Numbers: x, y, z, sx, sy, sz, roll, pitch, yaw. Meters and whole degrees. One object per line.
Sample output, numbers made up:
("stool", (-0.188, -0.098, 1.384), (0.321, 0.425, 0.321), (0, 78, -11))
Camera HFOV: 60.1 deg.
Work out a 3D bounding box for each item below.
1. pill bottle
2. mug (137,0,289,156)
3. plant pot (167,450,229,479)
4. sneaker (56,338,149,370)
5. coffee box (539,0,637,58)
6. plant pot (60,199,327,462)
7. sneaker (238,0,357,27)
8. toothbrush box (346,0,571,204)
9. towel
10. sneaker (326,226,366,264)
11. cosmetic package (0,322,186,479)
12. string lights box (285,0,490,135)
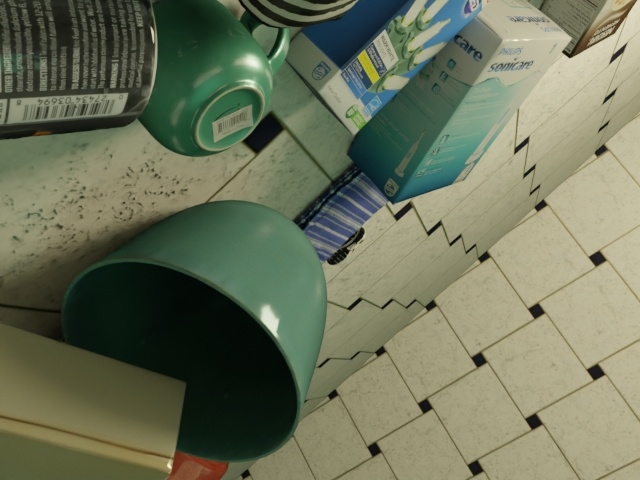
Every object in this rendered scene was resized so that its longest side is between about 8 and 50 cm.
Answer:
("pill bottle", (-0.230, -0.117, 0.308), (0.245, 0.130, 0.130), (-18, 150, -44))
("mug", (-0.100, -0.151, 0.506), (0.158, 0.097, 0.129), (-48, 158, 22))
("plant pot", (-0.203, 0.271, 0.991), (0.265, 0.272, 0.272), (-45, 160, -8))
("sneaker", (-0.426, 0.258, 0.768), (0.410, 0.158, 0.182), (-50, 142, 13))
("coffee box", (0.468, -0.440, 0.891), (0.141, 0.098, 0.247), (-31, 157, -22))
("plant pot", (-0.124, 0.084, 0.698), (0.293, 0.293, 0.235), (-56, -178, 36))
("sneaker", (0.070, -0.337, 0.407), (0.448, 0.169, 0.257), (-55, -157, -18))
("toothbrush box", (0.205, -0.217, 0.854), (0.216, 0.126, 0.296), (-20, 152, -41))
("towel", (0.000, 0.000, 1.069), (0.336, 0.040, 0.243), (-44, 160, 10))
("sneaker", (0.060, 0.016, 1.201), (0.109, 0.040, 0.044), (-41, 161, 4))
("cosmetic package", (-0.311, 0.178, 0.549), (0.309, 0.113, 0.160), (23, 124, -21))
("string lights box", (0.090, -0.259, 0.642), (0.259, 0.077, 0.133), (-43, 158, 8))
